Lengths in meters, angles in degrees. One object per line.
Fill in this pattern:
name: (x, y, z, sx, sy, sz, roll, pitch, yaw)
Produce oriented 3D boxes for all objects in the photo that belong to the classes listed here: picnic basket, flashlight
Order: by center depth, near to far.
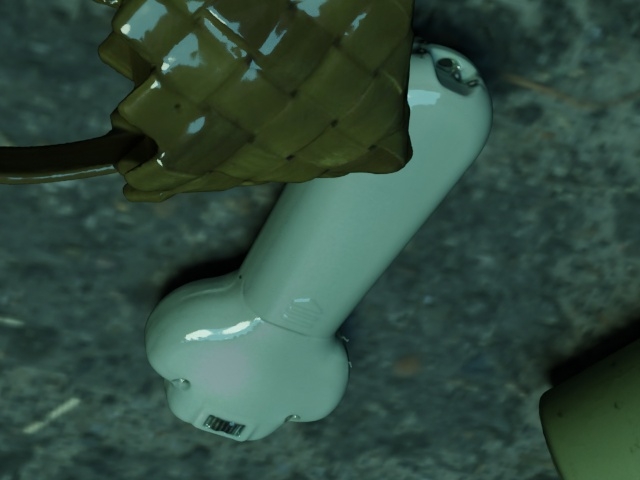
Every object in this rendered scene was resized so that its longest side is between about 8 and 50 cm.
picnic basket: (-0.066, -0.078, 0.516, 0.178, 0.138, 0.128, -13, 130, -7)
flashlight: (0.000, 0.000, 0.650, 0.093, 0.047, 0.200, 20, 119, -24)

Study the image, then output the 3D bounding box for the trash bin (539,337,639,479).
trash bin: (0.260, 0.095, 0.727, 0.247, 0.121, 0.243, -31, 126, 18)
